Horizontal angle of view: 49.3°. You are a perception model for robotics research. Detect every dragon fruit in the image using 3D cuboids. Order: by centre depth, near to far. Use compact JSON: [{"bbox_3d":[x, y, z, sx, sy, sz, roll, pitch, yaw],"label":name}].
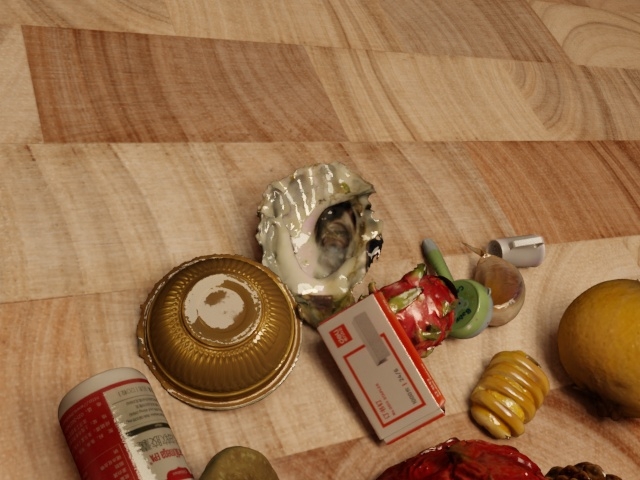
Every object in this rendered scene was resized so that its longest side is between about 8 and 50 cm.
[{"bbox_3d":[0.247,0.403,1.017,0.240,0.330,0.302,55,45,-7],"label":"dragon fruit"},{"bbox_3d":[0.153,0.130,1.260,0.172,0.160,0.167,-18,106,-37],"label":"dragon fruit"}]

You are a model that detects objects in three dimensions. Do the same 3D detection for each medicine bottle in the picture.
[{"bbox_3d":[-0.251,0.304,0.935,0.131,0.131,0.250,-16,62,-35],"label":"medicine bottle"}]

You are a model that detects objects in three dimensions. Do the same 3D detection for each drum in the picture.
[{"bbox_3d":[0.248,0.103,1.397,0.049,0.130,0.253,27,12,-35],"label":"drum"}]

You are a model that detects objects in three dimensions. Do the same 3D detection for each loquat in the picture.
[{"bbox_3d":[0.601,0.219,1.350,0.274,0.275,0.275,14,49,-16],"label":"loquat"}]

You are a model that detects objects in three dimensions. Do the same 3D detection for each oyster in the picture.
[{"bbox_3d":[0.000,0.001,1.294,0.237,0.115,0.351,-5,67,-3],"label":"oyster"}]

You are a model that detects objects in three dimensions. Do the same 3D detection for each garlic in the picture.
[{"bbox_3d":[0.355,0.088,1.442,0.128,0.090,0.198,11,53,-2],"label":"garlic"}]

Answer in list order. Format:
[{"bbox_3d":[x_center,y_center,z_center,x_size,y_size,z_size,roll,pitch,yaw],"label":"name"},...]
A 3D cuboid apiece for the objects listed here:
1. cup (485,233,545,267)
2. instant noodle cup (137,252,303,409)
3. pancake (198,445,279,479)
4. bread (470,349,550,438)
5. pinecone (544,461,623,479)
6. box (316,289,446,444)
[{"bbox_3d":[0.435,0.019,1.524,0.116,0.104,0.074,-2,69,-24],"label":"cup"},{"bbox_3d":[-0.155,0.124,1.108,0.274,0.091,0.274,4,62,-8],"label":"instant noodle cup"},{"bbox_3d":[-0.080,0.394,0.930,0.242,0.050,0.242,47,27,-34],"label":"pancake"},{"bbox_3d":[0.351,0.282,1.284,0.119,0.084,0.177,38,51,7],"label":"bread"},{"bbox_3d":[0.432,0.463,1.113,0.207,0.208,0.208,14,49,-16],"label":"pinecone"},{"bbox_3d":[0.103,0.212,1.165,0.229,0.123,0.050,60,17,10],"label":"box"}]
